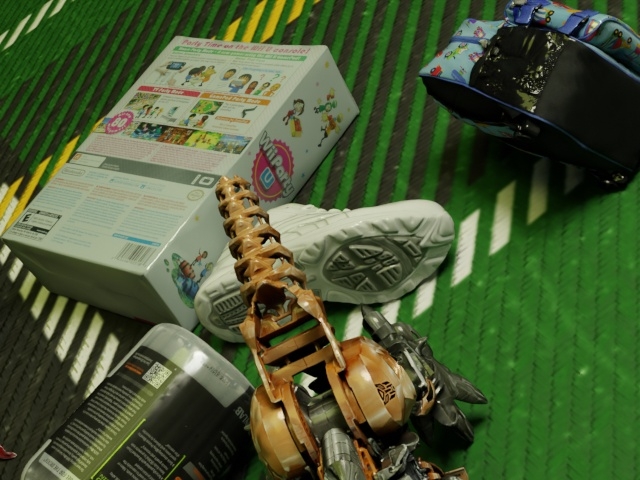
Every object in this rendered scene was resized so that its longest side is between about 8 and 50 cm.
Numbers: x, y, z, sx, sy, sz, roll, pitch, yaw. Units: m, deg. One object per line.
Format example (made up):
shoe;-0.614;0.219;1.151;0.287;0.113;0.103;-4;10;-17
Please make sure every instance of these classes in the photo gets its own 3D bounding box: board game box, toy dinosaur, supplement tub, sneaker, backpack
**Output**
board game box;-0.136;-0.068;1.069;0.224;0.097;0.303;13;57;39
toy dinosaur;0.024;0.112;0.667;0.164;0.218;0.321;-5;86;7
supplement tub;-0.140;0.165;0.805;0.117;0.117;0.190;20;60;44
sneaker;0.000;0.000;0.919;0.232;0.090;0.115;-16;38;15
backpack;0.176;-0.132;0.889;0.173;0.158;0.116;31;98;50

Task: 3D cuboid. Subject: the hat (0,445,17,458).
hat;-0.386;0.149;1.052;0.173;0.183;0.208;-24;-3;-3
